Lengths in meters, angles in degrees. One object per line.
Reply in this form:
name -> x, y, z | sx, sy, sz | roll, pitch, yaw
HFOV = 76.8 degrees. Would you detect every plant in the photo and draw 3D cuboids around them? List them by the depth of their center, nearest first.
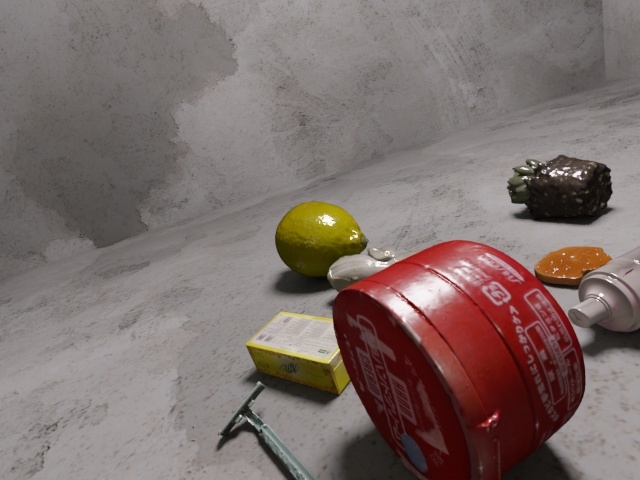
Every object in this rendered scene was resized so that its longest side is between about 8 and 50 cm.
plant -> 0.535, -0.121, 0.916 | 0.132, 0.129, 0.194 | -23, 23, -25

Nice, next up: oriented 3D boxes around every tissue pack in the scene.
tissue pack -> -0.022, 0.173, 0.644 | 0.176, 0.062, 0.095 | 0, 26, 38

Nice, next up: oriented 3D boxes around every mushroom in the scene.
mushroom -> 0.149, 0.060, 0.790 | 0.278, 0.096, 0.099 | -10, 64, 15

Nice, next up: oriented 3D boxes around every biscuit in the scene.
biscuit -> 0.434, 0.042, 0.697 | 0.130, 0.019, 0.102 | -24, 19, -20

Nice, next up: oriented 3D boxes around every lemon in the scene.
lemon -> 0.000, 0.000, 0.948 | 0.248, 0.184, 0.184 | 14, 34, 38

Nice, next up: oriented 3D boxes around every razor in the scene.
razor -> -0.047, 0.255, 0.488 | 0.084, 0.036, 0.211 | -50, 36, -17

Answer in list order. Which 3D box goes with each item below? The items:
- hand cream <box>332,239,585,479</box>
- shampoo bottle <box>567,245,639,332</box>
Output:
hand cream -> 0.128, 0.120, 0.418 | 0.149, 0.230, 0.230 | -23, 19, -19
shampoo bottle -> 0.465, 0.046, 0.550 | 0.303, 0.092, 0.092 | -22, 19, -13
